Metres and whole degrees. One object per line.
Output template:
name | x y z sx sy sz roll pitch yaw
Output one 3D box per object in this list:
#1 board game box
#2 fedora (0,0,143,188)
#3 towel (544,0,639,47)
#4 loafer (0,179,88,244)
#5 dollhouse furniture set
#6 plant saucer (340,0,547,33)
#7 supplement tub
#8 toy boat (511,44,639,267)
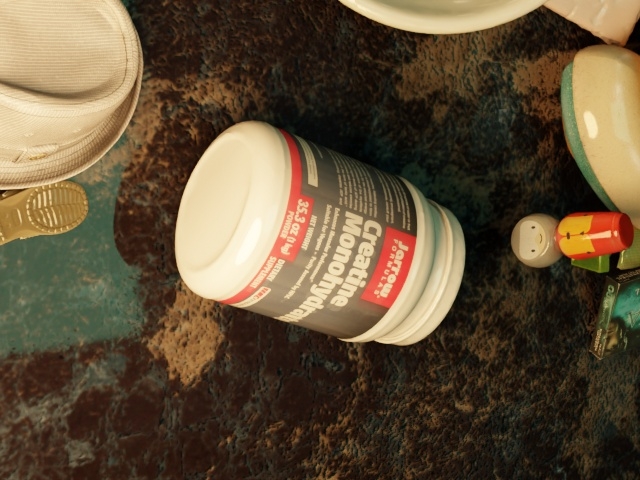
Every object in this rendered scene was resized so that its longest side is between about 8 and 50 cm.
board game box | 0.461 0.086 1.559 0.186 0.026 0.126 -14 125 -28
fedora | -0.280 -0.172 1.040 0.275 0.124 0.244 1 88 -31
towel | 0.330 -0.441 1.354 0.317 0.053 0.332 20 105 -27
loafer | -0.298 -0.028 1.110 0.148 0.050 0.056 -16 107 -44
dollhouse furniture set | 0.416 0.008 1.526 0.151 0.058 0.076 -6 101 -29
plant saucer | 0.134 -0.431 1.222 0.400 0.100 0.401 -1 106 -2
supplement tub | 0.000 0.000 1.204 0.272 0.191 0.191 19 88 -31
toy boat | 0.350 -0.092 1.418 0.267 0.148 0.318 55 48 -28
